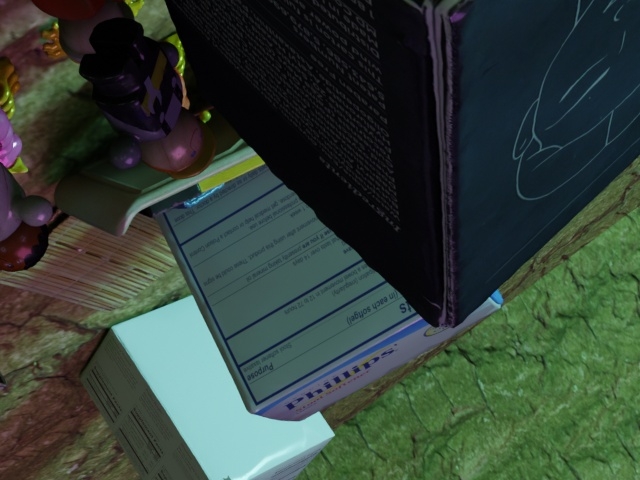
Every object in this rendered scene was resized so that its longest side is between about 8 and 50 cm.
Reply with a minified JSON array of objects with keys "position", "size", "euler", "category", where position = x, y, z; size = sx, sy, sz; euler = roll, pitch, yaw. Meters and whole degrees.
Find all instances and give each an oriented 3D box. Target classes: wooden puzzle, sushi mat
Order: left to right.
[{"position":[-0.243,0.017,1.560],"size":[0.151,0.019,0.316],"euler":[-38,164,6],"category":"sushi mat"},{"position":[-0.116,-0.077,1.305],"size":[0.239,0.044,0.221],"euler":[-31,-160,-18],"category":"wooden puzzle"}]

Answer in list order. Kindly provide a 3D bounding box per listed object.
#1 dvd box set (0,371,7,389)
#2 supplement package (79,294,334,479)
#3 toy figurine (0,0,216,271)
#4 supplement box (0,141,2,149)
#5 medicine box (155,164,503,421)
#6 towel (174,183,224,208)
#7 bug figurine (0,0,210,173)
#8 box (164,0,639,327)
[{"position":[-0.566,0.236,1.475],"size":[0.420,0.062,0.307],"euler":[-36,163,4],"category":"dvd box set"},{"position":[-0.151,0.219,1.867],"size":[0.204,0.261,0.145],"euler":[-21,160,-39],"category":"supplement package"},{"position":[-0.202,-0.098,0.987],"size":[0.213,0.209,0.148],"euler":[-35,148,-5],"category":"toy figurine"},{"position":[-0.310,-0.016,0.850],"size":[0.220,0.111,0.114],"euler":[-45,174,29],"category":"supplement box"},{"position":[0.000,0.000,1.461],"size":[0.264,0.289,0.149],"euler":[-30,164,10],"category":"medicine box"},{"position":[-0.157,-0.056,1.391],"size":[0.119,0.029,0.067],"euler":[4,-149,40],"category":"towel"},{"position":[-0.219,-0.099,1.198],"size":[0.279,0.072,0.216],"euler":[-31,163,-10],"category":"bug figurine"},{"position":[0.146,-0.255,0.867],"size":[0.480,0.297,0.471],"euler":[-42,160,-10],"category":"box"}]
